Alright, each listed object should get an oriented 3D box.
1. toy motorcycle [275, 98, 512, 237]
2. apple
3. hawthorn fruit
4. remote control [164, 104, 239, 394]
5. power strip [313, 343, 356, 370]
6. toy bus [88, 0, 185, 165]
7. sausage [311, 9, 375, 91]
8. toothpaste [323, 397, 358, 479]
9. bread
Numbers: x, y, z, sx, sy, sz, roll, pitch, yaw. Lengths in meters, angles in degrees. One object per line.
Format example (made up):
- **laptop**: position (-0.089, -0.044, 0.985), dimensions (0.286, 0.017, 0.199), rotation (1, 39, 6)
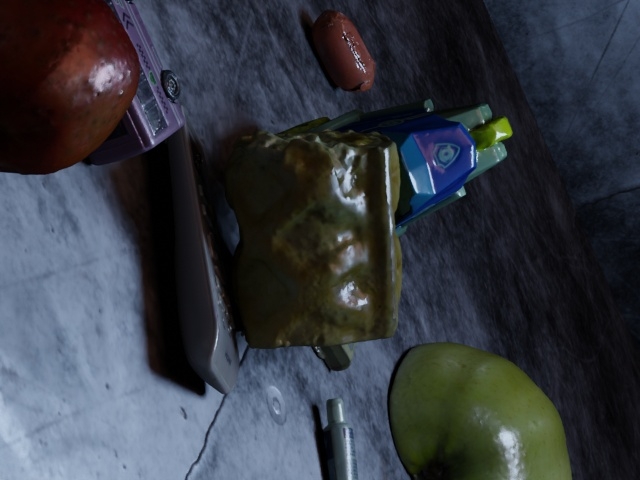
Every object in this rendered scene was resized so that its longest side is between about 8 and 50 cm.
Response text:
- **toy motorcycle**: position (0.074, -0.082, 1.685), dimensions (0.191, 0.326, 0.200), rotation (68, 24, -5)
- **apple**: position (0.229, 0.336, 2.033), dimensions (0.320, 0.312, 0.360), rotation (29, 10, 19)
- **hawthorn fruit**: position (-0.257, -0.132, 1.155), dimensions (0.179, 0.179, 0.200), rotation (56, 42, -33)
- **remote control**: position (-0.139, 0.011, 1.468), dimensions (0.109, 0.055, 0.313), rotation (69, 8, -63)
- **power strip**: position (0.030, 0.070, 1.844), dimensions (0.092, 0.034, 0.268), rotation (60, 24, -24)
- **toy bus**: position (-0.224, -0.182, 1.366), dimensions (0.199, 0.096, 0.108), rotation (67, 26, -18)
- **sausage**: position (0.035, -0.296, 2.111), dimensions (0.141, 0.076, 0.076), rotation (63, 23, -22)
- **toothpaste**: position (0.030, 0.301, 1.653), dimensions (0.062, 0.037, 0.216), rotation (26, 53, -61)
- **bread**: position (-0.006, 0.000, 1.512), dimensions (0.238, 0.196, 0.252), rotation (-34, 126, -82)
